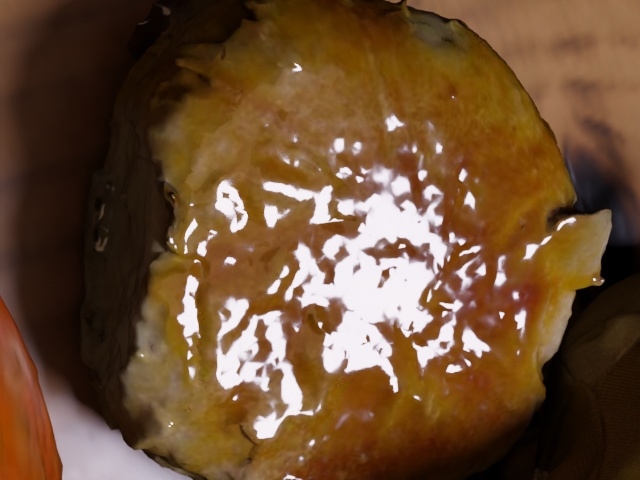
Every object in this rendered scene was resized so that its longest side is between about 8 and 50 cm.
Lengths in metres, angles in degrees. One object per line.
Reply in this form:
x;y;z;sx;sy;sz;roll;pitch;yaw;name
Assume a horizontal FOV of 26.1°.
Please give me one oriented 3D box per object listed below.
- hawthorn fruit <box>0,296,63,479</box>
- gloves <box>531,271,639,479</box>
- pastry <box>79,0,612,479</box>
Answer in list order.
-0.204;0.082;0.376;0.275;0.275;0.299;-39;122;-20;hawthorn fruit
0.158;0.100;0.594;0.154;0.141;0.331;61;35;-15;gloves
0.000;0.000;0.556;0.218;0.100;0.229;-33;109;-17;pastry
